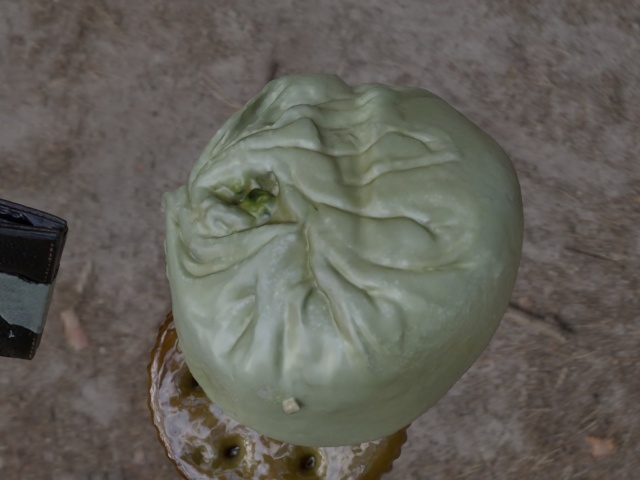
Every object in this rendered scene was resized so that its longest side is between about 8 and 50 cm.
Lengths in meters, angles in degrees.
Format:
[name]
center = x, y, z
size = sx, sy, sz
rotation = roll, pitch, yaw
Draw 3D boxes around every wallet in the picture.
[wallet]
center = -0.386, 0.027, 1.260
size = 0.262, 0.071, 0.221
rotation = 13, 137, -12

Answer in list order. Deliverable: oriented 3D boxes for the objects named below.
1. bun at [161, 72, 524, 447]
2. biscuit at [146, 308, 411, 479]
[bun]
center = 0.000, 0.000, 0.760
size = 0.229, 0.145, 0.229
rotation = -23, 51, 32
[biscuit]
center = -0.033, 0.116, 1.065
size = 0.220, 0.066, 0.221
rotation = 0, 91, 3
